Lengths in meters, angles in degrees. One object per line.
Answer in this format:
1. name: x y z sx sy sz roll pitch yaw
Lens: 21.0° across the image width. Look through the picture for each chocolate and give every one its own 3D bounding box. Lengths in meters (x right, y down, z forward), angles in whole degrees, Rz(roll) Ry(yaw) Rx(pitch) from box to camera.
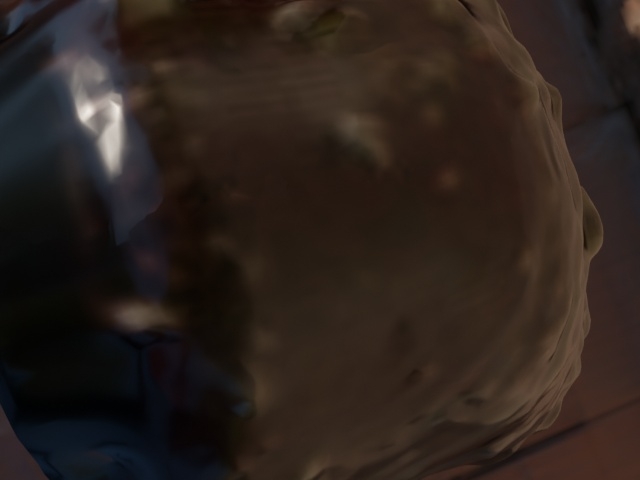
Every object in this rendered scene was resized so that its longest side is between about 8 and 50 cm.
1. chocolate: 0.000 0.000 0.657 0.340 0.210 0.225 64 -173 -77
